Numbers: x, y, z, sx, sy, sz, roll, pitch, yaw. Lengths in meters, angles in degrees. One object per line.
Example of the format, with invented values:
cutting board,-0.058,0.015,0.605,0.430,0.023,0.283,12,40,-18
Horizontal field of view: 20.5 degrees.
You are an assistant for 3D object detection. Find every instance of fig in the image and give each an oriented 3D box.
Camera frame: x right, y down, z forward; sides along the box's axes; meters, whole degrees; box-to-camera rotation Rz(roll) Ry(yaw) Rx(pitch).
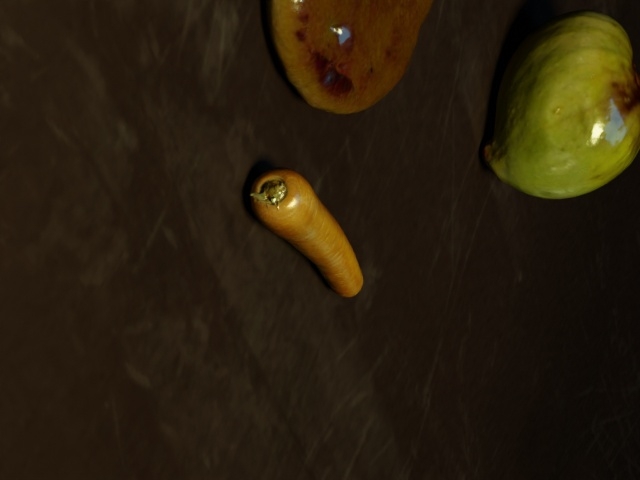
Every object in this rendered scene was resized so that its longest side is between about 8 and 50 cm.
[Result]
fig,0.199,-0.104,1.385,0.153,0.120,0.136,-63,148,-29

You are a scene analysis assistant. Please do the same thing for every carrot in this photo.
carrot,0.000,0.000,1.105,0.037,0.037,0.190,-71,157,-13

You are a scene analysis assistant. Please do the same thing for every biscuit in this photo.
biscuit,0.027,-0.178,1.073,0.212,0.036,0.212,-39,136,-53
